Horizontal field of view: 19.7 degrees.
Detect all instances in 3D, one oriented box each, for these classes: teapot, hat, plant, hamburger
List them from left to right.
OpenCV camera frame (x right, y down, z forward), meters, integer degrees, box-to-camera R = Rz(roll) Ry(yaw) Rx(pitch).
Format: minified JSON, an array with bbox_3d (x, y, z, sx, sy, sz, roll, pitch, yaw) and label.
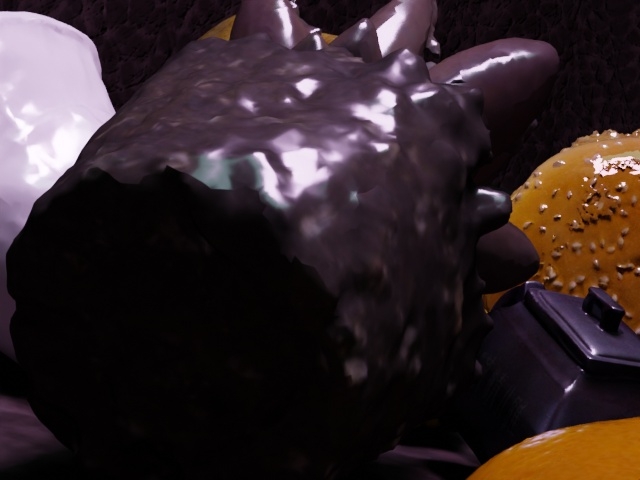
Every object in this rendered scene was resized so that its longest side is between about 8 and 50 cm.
[{"bbox_3d":[-0.139,-0.006,0.927,0.126,0.203,0.203,32,13,22],"label":"hat"},{"bbox_3d":[0.000,0.000,0.823,0.182,0.194,0.321,11,24,21],"label":"plant"},{"bbox_3d":[0.122,0.070,0.897,0.087,0.096,0.177,11,20,-23],"label":"teapot"},{"bbox_3d":[0.191,0.022,1.115,0.182,0.191,0.118,48,-7,-3],"label":"hamburger"}]

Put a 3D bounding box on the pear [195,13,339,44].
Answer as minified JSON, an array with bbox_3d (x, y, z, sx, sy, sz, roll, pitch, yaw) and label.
[{"bbox_3d":[-0.042,-0.069,1.412,0.188,0.211,0.228,19,9,28],"label":"pear"}]

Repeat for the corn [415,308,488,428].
[{"bbox_3d":[0.054,0.049,1.104,0.101,0.101,0.292,14,4,4],"label":"corn"}]

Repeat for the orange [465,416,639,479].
[{"bbox_3d":[0.095,0.112,0.457,0.156,0.124,0.156,2,20,-1],"label":"orange"}]
